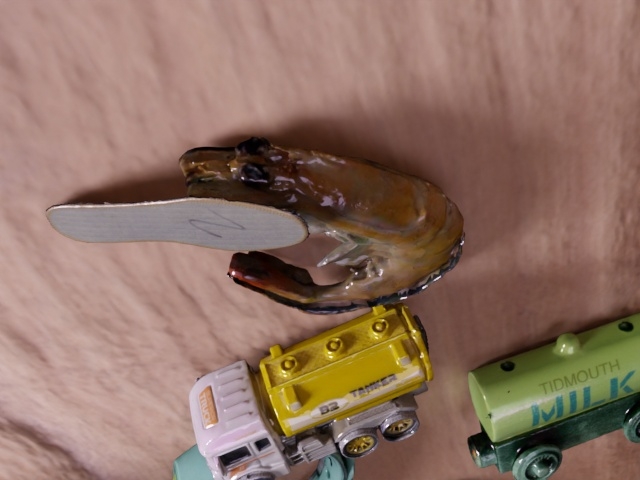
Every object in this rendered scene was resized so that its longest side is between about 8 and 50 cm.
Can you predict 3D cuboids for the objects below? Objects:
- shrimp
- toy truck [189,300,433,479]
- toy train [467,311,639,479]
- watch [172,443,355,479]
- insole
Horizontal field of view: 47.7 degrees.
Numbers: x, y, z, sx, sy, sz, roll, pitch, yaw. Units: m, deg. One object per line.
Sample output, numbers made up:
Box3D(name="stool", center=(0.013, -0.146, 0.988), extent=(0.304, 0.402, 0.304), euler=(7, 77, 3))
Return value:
Box3D(name="shrimp", center=(0.000, -0.001, 0.565), extent=(0.253, 0.058, 0.173), euler=(11, 135, -27))
Box3D(name="toy truck", center=(-0.008, 0.138, 0.660), extent=(0.226, 0.098, 0.114), euler=(-22, 134, -2))
Box3D(name="toy train", center=(0.278, 0.165, 0.797), extent=(0.253, 0.105, 0.157), euler=(-18, 121, -3))
Box3D(name="watch", center=(-0.067, 0.278, 0.794), extent=(0.195, 0.068, 0.237), euler=(-5, 129, -19))
Box3D(name="insole", center=(-0.100, -0.010, 0.495), extent=(0.188, 0.004, 0.064), euler=(1, 146, 12))
